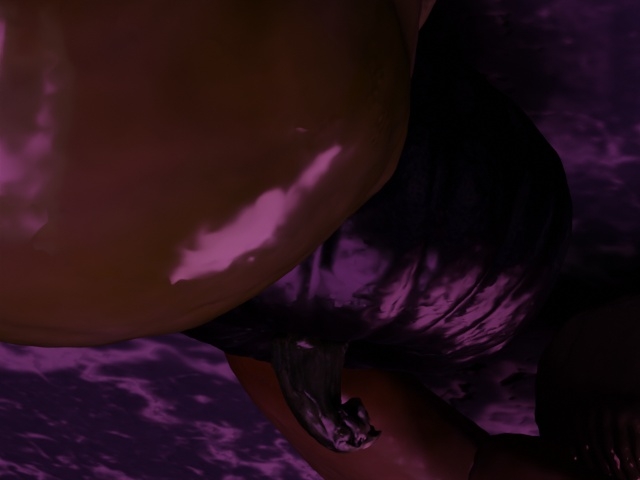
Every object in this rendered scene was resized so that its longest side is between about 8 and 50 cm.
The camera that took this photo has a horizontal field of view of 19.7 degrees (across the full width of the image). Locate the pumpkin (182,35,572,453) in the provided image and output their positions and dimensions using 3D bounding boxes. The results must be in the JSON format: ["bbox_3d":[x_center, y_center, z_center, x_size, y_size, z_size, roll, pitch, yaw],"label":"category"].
[{"bbox_3d":[0.002,-0.013,0.722,0.194,0.150,0.194,28,154,15],"label":"pumpkin"}]

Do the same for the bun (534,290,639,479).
[{"bbox_3d":[0.196,0.082,0.872,0.188,0.111,0.164,-6,139,43],"label":"bun"}]

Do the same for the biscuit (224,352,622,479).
[{"bbox_3d":[0.075,0.130,0.904,0.237,0.062,0.291,31,168,23],"label":"biscuit"}]

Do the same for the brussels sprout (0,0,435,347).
[{"bbox_3d":[-0.095,-0.084,0.531,0.259,0.227,0.294,3,172,19],"label":"brussels sprout"}]
